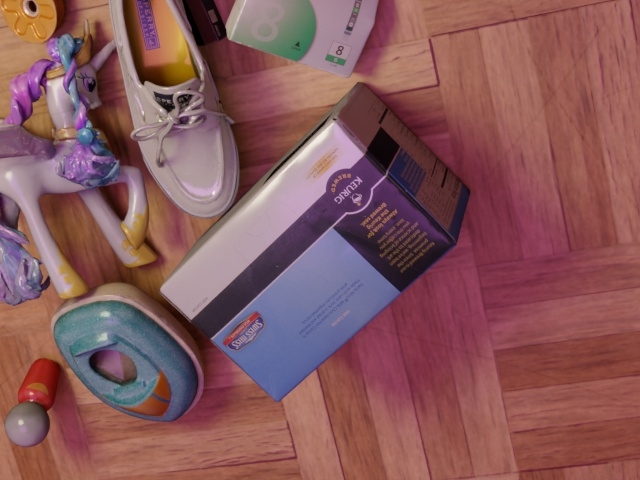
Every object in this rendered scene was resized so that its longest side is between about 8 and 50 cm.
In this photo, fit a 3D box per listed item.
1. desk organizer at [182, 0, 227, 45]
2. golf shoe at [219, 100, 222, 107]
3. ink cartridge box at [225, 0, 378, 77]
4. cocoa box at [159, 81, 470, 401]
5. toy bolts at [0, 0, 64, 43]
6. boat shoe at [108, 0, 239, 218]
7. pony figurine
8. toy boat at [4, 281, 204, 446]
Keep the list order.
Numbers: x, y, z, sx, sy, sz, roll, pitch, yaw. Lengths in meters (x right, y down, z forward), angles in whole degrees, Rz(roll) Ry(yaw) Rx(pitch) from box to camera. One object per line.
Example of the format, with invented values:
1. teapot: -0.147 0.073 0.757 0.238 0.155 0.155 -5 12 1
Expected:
1. desk organizer: -0.179 -0.328 1.770 0.050 0.047 0.130 -19 104 19
2. golf shoe: -0.204 -0.237 1.809 0.086 0.069 0.176 -30 107 2
3. ink cartridge box: -0.002 -0.341 1.688 0.181 0.056 0.225 15 116 -23
4. cocoa box: 0.000 0.000 1.749 0.228 0.231 0.347 44 112 -6
5. toy bolts: -0.406 -0.355 1.716 0.228 0.158 0.218 -2 114 32
6. boat shoe: -0.191 -0.190 1.704 0.135 0.156 0.367 -14 106 -3
7. pony figurine: -0.412 -0.098 1.808 0.351 0.303 0.363 -17 104 -17
8. toy boat: -0.330 0.206 1.917 0.318 0.148 0.267 -23 126 26
